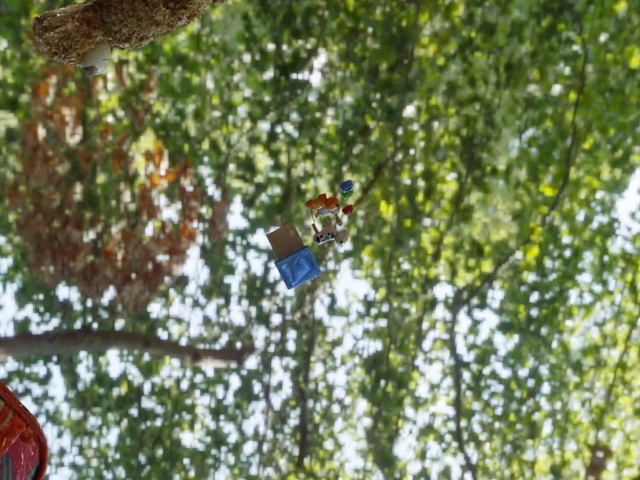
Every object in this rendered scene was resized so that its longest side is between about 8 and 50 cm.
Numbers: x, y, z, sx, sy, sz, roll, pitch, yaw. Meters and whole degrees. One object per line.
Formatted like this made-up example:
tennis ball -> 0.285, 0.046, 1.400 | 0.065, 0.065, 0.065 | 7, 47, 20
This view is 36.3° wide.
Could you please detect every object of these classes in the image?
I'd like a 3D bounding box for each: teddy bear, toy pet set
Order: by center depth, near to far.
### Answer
toy pet set -> 0.000, 0.000, 1.077 | 0.114, 0.065, 0.122 | -27, 168, -2
teddy bear -> -0.287, -0.357, 1.575 | 0.245, 0.113, 0.338 | 9, -146, 42

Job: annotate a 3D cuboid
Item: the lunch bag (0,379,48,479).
lunch bag -> -0.326, 0.180, 0.608 | 0.120, 0.258, 0.293 | 5, -134, 47
